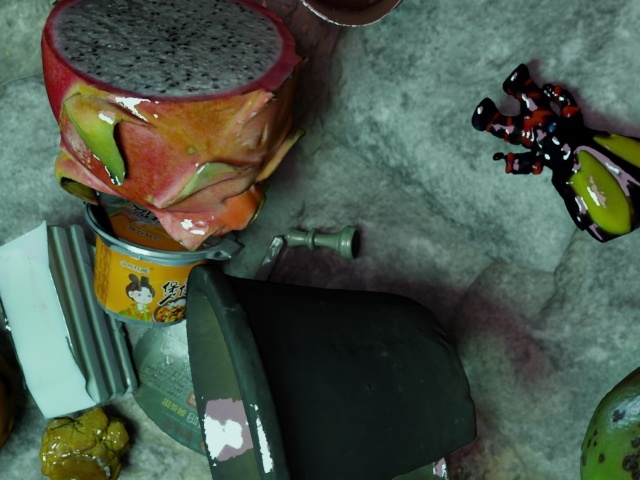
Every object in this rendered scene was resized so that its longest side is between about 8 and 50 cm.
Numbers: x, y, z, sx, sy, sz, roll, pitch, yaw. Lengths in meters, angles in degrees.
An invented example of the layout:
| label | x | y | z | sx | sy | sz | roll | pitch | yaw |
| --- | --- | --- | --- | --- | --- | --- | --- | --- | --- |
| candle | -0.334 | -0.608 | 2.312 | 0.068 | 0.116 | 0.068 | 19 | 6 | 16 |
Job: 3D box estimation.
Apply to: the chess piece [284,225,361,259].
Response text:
| label | x | y | z | sx | sy | sz | roll | pitch | yaw |
| --- | --- | --- | --- | --- | --- | --- | --- | --- | --- |
| chess piece | 0.000 | 0.000 | 1.226 | 0.093 | 0.042 | 0.042 | 5 | 98 | 21 |

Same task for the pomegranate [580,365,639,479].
| label | x | y | z | sx | sy | sz | roll | pitch | yaw |
| --- | --- | --- | --- | --- | --- | --- | --- | --- | --- |
| pomegranate | 0.413 | 0.269 | 1.034 | 0.291 | 0.291 | 0.323 | 3 | 106 | 14 |

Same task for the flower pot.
| label | x | y | z | sx | sy | sz | roll | pitch | yaw |
| --- | --- | --- | --- | --- | --- | --- | --- | --- | --- |
| flower pot | 0.007 | 0.180 | 1.106 | 0.251 | 0.379 | 0.379 | -13 | 94 | -15 |

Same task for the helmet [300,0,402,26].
| label | x | y | z | sx | sy | sz | roll | pitch | yaw |
| --- | --- | --- | --- | --- | --- | --- | --- | --- | --- |
| helmet | 0.036 | -0.328 | 1.141 | 0.155 | 0.106 | 0.175 | -30 | 94 | 15 |

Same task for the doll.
| label | x | y | z | sx | sy | sz | roll | pitch | yaw |
| --- | --- | --- | --- | --- | --- | --- | --- | --- | --- |
| doll | 0.287 | -0.088 | 1.114 | 0.249 | 0.088 | 0.127 | 44 | 105 | 10 |

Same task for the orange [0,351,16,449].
| label | x | y | z | sx | sy | sz | roll | pitch | yaw |
| --- | --- | --- | --- | --- | --- | --- | --- | --- | --- |
| orange | -0.512 | 0.206 | 1.275 | 0.246 | 0.246 | 0.246 | 2 | 97 | 15 |

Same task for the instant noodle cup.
| label | x | y | z | sx | sy | sz | roll | pitch | yaw |
| --- | --- | --- | --- | --- | --- | --- | --- | --- | --- |
| instant noodle cup | -0.204 | 0.026 | 1.223 | 0.208 | 0.177 | 0.125 | 30 | 118 | 29 |

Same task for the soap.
| label | x | y | z | sx | sy | sz | roll | pitch | yaw |
| --- | --- | --- | --- | --- | --- | --- | --- | --- | --- |
| soap | -0.322 | 0.097 | 1.262 | 0.091 | 0.145 | 0.230 | -17 | 87 | 17 |

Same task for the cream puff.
| label | x | y | z | sx | sy | sz | roll | pitch | yaw |
| --- | --- | --- | --- | --- | --- | --- | --- | --- | --- |
| cream puff | -0.306 | 0.268 | 1.307 | 0.122 | 0.094 | 0.116 | -35 | 129 | 23 |

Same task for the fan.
| label | x | y | z | sx | sy | sz | roll | pitch | yaw |
| --- | --- | --- | --- | --- | --- | --- | --- | --- | --- |
| fan | -0.105 | 0.163 | 1.284 | 0.294 | 0.012 | 0.223 | -34 | 87 | 17 |

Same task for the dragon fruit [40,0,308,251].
| label | x | y | z | sx | sy | sz | roll | pitch | yaw |
| --- | --- | --- | --- | --- | --- | --- | --- | --- | --- |
| dragon fruit | -0.165 | -0.134 | 1.134 | 0.305 | 0.305 | 0.225 | 19 | 131 | 12 |
